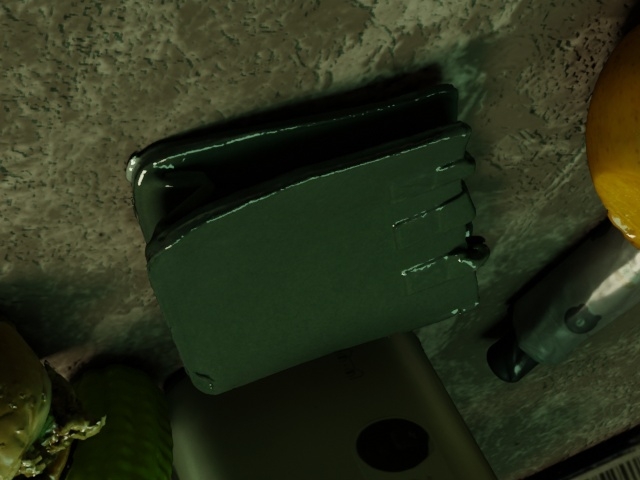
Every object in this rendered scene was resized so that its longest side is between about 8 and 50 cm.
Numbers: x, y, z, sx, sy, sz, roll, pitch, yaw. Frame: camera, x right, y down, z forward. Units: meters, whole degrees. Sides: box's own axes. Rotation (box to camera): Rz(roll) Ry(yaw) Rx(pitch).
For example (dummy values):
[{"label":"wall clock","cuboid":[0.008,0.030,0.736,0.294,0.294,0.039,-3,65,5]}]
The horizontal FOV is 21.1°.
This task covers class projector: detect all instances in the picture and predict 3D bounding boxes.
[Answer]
[{"label":"projector","cuboid":[0.014,0.248,1.456,0.248,0.249,0.248,-13,129,-12]}]

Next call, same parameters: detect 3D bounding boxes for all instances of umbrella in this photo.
[{"label":"umbrella","cuboid":[0.262,0.018,1.475,0.073,0.067,0.337,21,131,-33]}]

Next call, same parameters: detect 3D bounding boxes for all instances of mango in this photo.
[{"label":"mango","cuboid":[0.317,-0.061,1.268,0.191,0.160,0.290,-52,124,-12]}]

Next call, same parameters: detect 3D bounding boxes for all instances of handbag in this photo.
[{"label":"handbag","cuboid":[-0.001,-0.001,1.293,0.260,0.079,0.247,-18,148,-5]}]

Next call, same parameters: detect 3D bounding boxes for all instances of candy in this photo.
[{"label":"candy","cuboid":[-0.163,0.184,1.357,0.096,0.209,0.097,-2,120,-4]}]

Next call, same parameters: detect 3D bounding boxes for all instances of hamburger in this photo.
[{"label":"hamburger","cuboid":[-0.251,0.136,1.286,0.184,0.159,0.131,-1,145,6]}]

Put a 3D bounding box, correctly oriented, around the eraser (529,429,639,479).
[{"label":"eraser","cuboid":[0.253,0.338,1.854,0.332,0.155,0.101,-28,148,11]}]
